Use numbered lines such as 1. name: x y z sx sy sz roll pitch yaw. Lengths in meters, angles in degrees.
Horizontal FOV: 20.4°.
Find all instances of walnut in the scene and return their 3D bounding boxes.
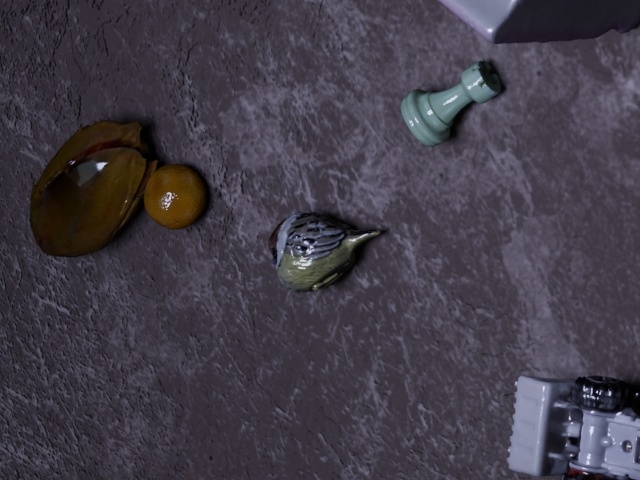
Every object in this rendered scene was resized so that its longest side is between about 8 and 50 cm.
1. walnut: -0.296 -0.067 2.285 0.137 0.137 0.245 51 129 21

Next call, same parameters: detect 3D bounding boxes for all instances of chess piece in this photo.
1. chess piece: 0.145 -0.153 1.937 0.103 0.067 0.067 -32 77 31

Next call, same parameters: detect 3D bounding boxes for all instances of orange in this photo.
1. orange: -0.183 -0.056 2.225 0.085 0.085 0.085 9 104 39

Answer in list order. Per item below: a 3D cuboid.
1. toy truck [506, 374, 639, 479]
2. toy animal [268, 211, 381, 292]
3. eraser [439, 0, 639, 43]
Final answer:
1. toy truck: 0.329 0.211 1.815 0.286 0.111 0.136 10 95 41
2. toy animal: 0.000 0.000 2.073 0.137 0.098 0.098 -39 72 21
3. eraser: 0.139 -0.341 1.763 0.359 0.272 0.122 42 122 26
